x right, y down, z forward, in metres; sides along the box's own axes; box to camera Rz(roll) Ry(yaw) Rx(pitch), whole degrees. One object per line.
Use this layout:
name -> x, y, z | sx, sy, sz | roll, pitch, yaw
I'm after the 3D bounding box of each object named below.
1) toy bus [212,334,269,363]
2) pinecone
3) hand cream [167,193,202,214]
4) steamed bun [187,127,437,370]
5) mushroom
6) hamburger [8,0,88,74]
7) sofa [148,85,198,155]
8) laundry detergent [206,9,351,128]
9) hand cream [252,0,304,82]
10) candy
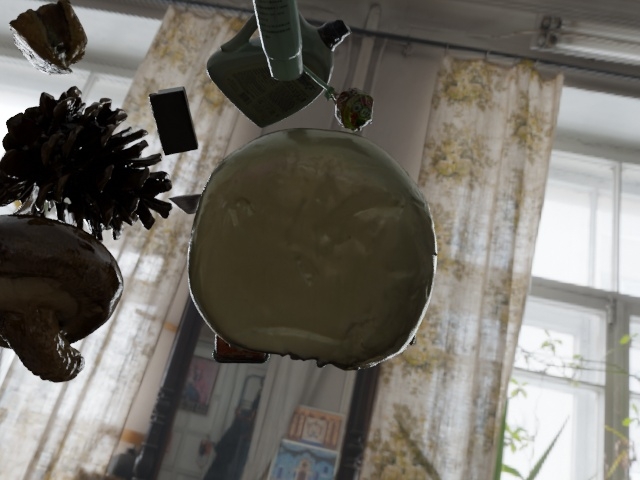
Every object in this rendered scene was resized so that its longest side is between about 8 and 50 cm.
toy bus -> -0.167, 0.138, 1.382 | 0.121, 0.265, 0.119 | 1, -47, -1
pinecone -> -0.509, -0.136, 1.399 | 0.385, 0.384, 0.384 | 11, -25, 5
hand cream -> -0.338, -0.101, 1.602 | 0.084, 0.053, 0.142 | -8, -9, -5
steamed bun -> -0.004, 0.001, 0.876 | 0.334, 0.311, 0.233 | 16, 8, 6
mushroom -> -0.552, 0.085, 1.175 | 0.345, 0.345, 0.239 | 29, 11, -30
hamburger -> -0.544, -0.398, 1.263 | 0.262, 0.124, 0.131 | 21, -44, 66
sofa -> -0.342, -0.279, 1.459 | 0.085, 0.060, 0.147 | -13, -66, -6
laundry detergent -> -0.072, -0.375, 1.280 | 0.281, 0.105, 0.215 | -31, -55, 25
hand cream -> -0.067, -0.346, 0.796 | 0.085, 0.058, 0.331 | 28, -26, 25
candy -> 0.014, -0.231, 0.952 | 0.201, 0.060, 0.060 | 49, 2, 41
